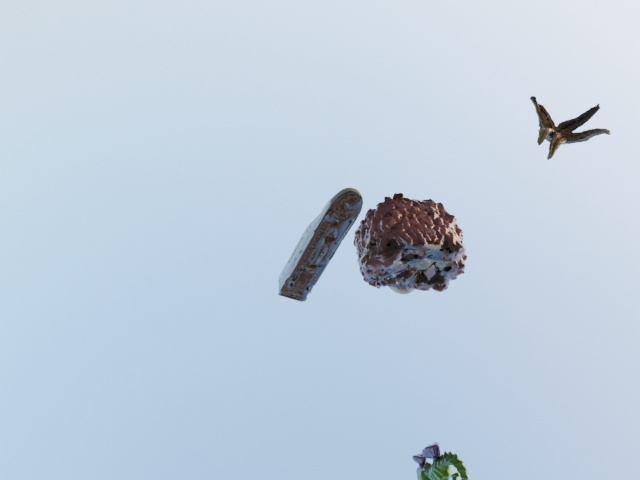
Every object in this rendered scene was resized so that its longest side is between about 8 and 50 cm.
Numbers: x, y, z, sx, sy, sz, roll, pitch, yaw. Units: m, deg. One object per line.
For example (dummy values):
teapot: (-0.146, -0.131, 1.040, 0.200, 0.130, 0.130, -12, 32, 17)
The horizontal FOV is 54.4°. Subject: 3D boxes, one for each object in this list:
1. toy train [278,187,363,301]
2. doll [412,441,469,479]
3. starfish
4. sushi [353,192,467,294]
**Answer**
toy train: (0.000, 0.000, 0.973, 0.052, 0.234, 0.051, 16, -144, -20)
doll: (0.234, 0.460, 1.226, 0.050, 0.190, 0.115, -14, -119, -25)
starfish: (0.342, -0.166, 0.899, 0.133, 0.041, 0.130, -16, -138, -12)
sushi: (0.221, 0.030, 1.520, 0.270, 0.237, 0.171, 9, -142, -18)
